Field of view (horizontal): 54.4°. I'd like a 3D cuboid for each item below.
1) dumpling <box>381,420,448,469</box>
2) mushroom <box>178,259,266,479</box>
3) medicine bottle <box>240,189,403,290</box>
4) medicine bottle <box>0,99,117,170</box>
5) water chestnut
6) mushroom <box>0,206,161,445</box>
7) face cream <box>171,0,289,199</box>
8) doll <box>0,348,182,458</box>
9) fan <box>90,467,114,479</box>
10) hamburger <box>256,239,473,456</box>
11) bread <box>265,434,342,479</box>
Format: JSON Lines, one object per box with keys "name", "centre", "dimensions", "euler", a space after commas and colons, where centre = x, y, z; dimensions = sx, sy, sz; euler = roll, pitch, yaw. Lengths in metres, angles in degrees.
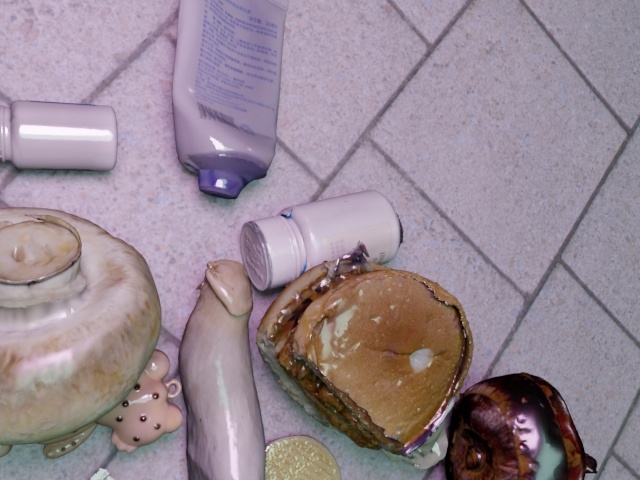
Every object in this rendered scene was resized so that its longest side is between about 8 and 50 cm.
{"name": "dumpling", "centre": [0.149, 0.321, 1.149], "dimensions": [0.162, 0.132, 0.250], "euler": [-41, 103, -25]}
{"name": "mushroom", "centre": [-0.155, 0.231, 0.995], "dimensions": [0.126, 0.177, 0.397], "euler": [-3, 84, -27]}
{"name": "medicine bottle", "centre": [0.000, 0.000, 1.094], "dimensions": [0.258, 0.143, 0.143], "euler": [-14, 92, -26]}
{"name": "medicine bottle", "centre": [-0.408, -0.157, 0.938], "dimensions": [0.187, 0.103, 0.102], "euler": [-2, 87, -24]}
{"name": "water chestnut", "centre": [0.384, 0.398, 1.171], "dimensions": [0.300, 0.300, 0.300], "euler": [2, 86, -25]}
{"name": "mushroom", "centre": [-0.381, 0.094, 0.815], "dimensions": [0.352, 0.352, 0.260], "euler": [-10, 135, -25]}
{"name": "face cream", "centre": [-0.149, -0.277, 1.052], "dimensions": [0.235, 0.137, 0.420], "euler": [14, 77, -45]}
{"name": "doll", "centre": [-0.351, 0.248, 0.942], "dimensions": [0.278, 0.119, 0.154], "euler": [0, 85, -15]}
{"name": "fan", "centre": [-0.481, 0.491, 0.911], "dimensions": [0.415, 0.012, 0.233], "euler": [-36, 102, -20]}
{"name": "hamburger", "centre": [0.084, 0.169, 0.988], "dimensions": [0.277, 0.195, 0.318], "euler": [-44, 110, -21]}
{"name": "bread", "centre": [-0.037, 0.406, 1.112], "dimensions": [0.193, 0.036, 0.112], "euler": [30, 70, -18]}
